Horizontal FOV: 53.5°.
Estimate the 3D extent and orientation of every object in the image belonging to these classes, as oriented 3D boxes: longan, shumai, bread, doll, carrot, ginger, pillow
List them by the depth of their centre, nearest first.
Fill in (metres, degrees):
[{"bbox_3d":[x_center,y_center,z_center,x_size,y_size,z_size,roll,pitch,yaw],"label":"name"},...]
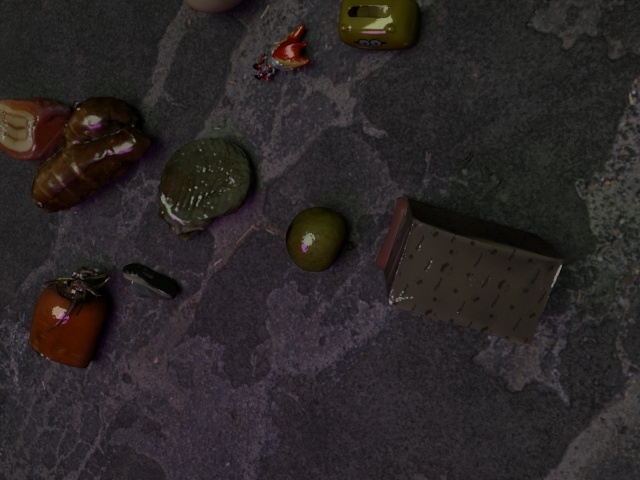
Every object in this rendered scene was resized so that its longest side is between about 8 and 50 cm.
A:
[{"bbox_3d":[0.225,0.006,1.453,0.171,0.075,0.179,23,104,21],"label":"pillow"},{"bbox_3d":[0.000,0.000,1.530,0.176,0.145,0.154,21,135,-18],"label":"longan"},{"bbox_3d":[-0.095,-0.452,1.575,0.169,0.057,0.109,-23,68,39],"label":"doll"},{"bbox_3d":[-0.304,-0.132,1.674,0.272,0.203,0.222,-31,82,-11],"label":"shumai"},{"bbox_3d":[-0.669,-0.248,1.797,0.418,0.176,0.254,-34,73,21],"label":"ginger"},{"bbox_3d":[-0.731,0.218,1.848,0.193,0.214,0.331,29,103,19],"label":"carrot"},{"bbox_3d":[-0.881,-0.340,1.913,0.244,0.123,0.190,15,102,24],"label":"bread"}]

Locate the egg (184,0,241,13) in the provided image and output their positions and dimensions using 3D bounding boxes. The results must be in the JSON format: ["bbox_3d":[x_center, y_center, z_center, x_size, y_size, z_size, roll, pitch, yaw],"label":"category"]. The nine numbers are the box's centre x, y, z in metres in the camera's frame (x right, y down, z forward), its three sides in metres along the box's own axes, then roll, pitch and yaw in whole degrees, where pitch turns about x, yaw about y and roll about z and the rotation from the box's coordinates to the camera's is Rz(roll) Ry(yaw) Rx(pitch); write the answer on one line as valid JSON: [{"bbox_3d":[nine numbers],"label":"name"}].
[{"bbox_3d":[-0.246,-0.670,1.549,0.186,0.186,0.241,42,99,16],"label":"egg"}]

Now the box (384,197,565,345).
[{"bbox_3d":[0.297,0.057,1.296,0.297,0.225,0.190,15,104,0],"label":"box"}]

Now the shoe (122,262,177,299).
[{"bbox_3d":[-0.484,0.133,1.804,0.194,0.074,0.077,23,116,24],"label":"shoe"}]

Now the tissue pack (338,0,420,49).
[{"bbox_3d":[0.128,-0.493,1.426,0.178,0.127,0.123,10,97,23],"label":"tissue pack"}]
